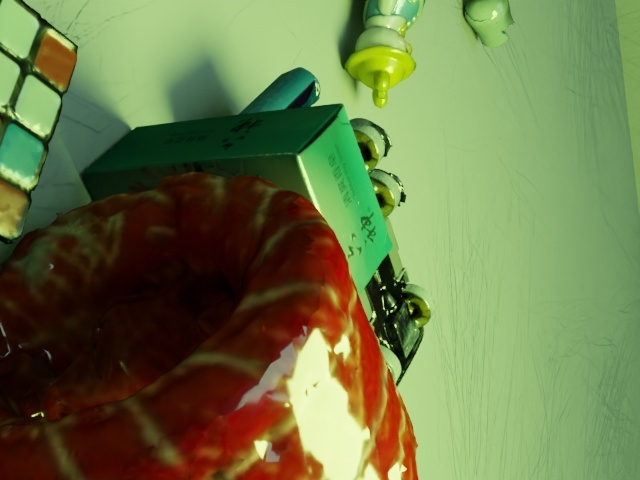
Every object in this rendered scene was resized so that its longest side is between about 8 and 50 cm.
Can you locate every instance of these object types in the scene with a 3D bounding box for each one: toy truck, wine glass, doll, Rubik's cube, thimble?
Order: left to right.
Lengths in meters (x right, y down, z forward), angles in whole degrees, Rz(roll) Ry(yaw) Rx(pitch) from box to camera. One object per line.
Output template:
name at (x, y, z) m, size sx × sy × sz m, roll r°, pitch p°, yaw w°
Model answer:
Rubik's cube at (-0.279, -0.092, 0.601) m, size 0.155 × 0.151 × 0.154 m, roll 41°, pitch 53°, yaw -50°
thimble at (-0.111, 0.123, 0.682) m, size 0.350 × 0.350 × 0.231 m, roll -56°, pitch 134°, yaw -44°
toy truck at (0.000, 0.000, 1.023) m, size 0.146 × 0.175 × 0.368 m, roll -50°, pitch 129°, yaw -46°
doll at (0.092, -0.298, 1.273) m, size 0.098 × 0.135 × 0.241 m, roll 19°, pitch 68°, yaw -27°
wine glass at (0.274, -0.423, 1.593) m, size 0.195 × 0.079 × 0.079 m, roll 50°, pitch 47°, yaw -43°

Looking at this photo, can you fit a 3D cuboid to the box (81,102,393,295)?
box at (-0.075, -0.027, 0.837) m, size 0.092 × 0.244 × 0.153 m, roll -53°, pitch 131°, yaw -44°
